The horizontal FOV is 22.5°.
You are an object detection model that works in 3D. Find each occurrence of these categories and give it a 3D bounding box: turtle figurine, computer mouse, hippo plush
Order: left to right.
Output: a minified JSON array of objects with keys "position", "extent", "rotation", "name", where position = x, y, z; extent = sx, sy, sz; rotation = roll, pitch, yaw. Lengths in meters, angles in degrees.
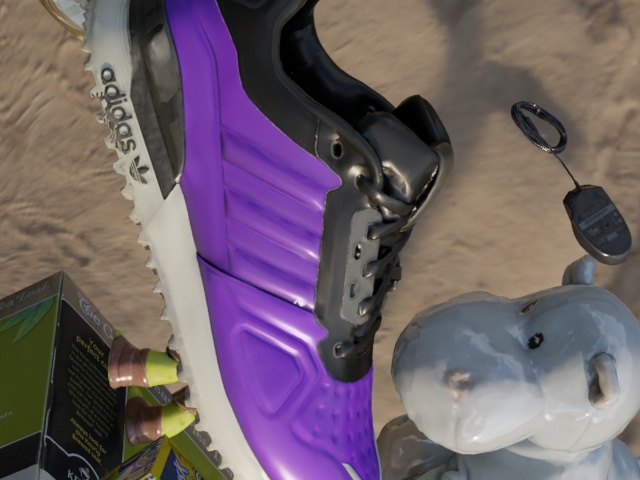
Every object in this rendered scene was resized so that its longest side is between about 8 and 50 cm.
[{"position":[-0.057,0.125,1.342],"extent":[0.217,0.269,0.087],"rotation":[-7,54,4],"name":"turtle figurine"},{"position":[0.154,0.157,1.108],"extent":[0.294,0.234,0.236],"rotation":[0,132,-2],"name":"hippo plush"},{"position":[0.312,-0.071,2.028],"extent":[0.071,0.041,0.242],"rotation":[-28,82,-24],"name":"computer mouse"}]

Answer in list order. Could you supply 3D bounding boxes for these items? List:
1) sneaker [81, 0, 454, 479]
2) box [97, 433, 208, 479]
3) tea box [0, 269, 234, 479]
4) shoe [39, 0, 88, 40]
[{"position":[0.000,0.000,0.762],"extent":[0.146,0.102,0.293],"rotation":[-17,100,16],"name":"sneaker"},{"position":[-0.159,0.209,1.117],"extent":[0.169,0.059,0.054],"rotation":[-36,104,17],"name":"box"},{"position":[-0.232,0.270,1.418],"extent":[0.220,0.323,0.329],"rotation":[-24,126,17],"name":"tea box"},{"position":[-0.308,-0.318,1.820],"extent":[0.058,0.076,0.219],"rotation":[-29,124,9],"name":"shoe"}]
